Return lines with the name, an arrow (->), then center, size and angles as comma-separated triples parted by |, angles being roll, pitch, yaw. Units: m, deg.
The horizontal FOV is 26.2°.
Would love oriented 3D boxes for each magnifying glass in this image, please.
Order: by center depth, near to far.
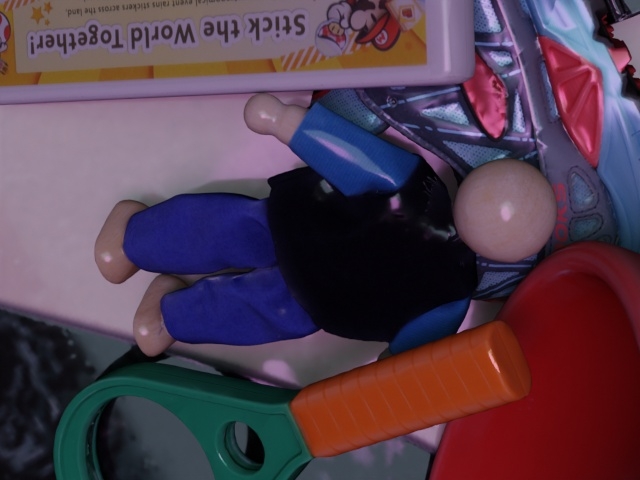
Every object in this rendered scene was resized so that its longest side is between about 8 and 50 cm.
magnifying glass -> -0.021, 0.077, 0.541 | 0.231, 0.026, 0.092 | -23, 92, 37

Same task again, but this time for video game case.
video game case -> -0.049, -0.158, 0.522 | 0.227, 0.026, 0.206 | 1, 96, 32

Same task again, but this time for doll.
doll -> 0.000, 0.000, 0.527 | 0.189, 0.046, 0.129 | -9, 117, 32

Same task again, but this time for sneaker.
sneaker -> 0.040, -0.091, 0.537 | 0.125, 0.104, 0.262 | -28, 93, 7

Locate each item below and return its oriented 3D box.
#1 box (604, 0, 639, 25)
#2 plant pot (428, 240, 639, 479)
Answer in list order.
box -> 0.168, -0.207, 0.547 | 0.190, 0.045, 0.184 | -22, 92, 5
plant pot -> 0.173, 0.158, 0.490 | 0.243, 0.275, 0.275 | 12, 96, -8
